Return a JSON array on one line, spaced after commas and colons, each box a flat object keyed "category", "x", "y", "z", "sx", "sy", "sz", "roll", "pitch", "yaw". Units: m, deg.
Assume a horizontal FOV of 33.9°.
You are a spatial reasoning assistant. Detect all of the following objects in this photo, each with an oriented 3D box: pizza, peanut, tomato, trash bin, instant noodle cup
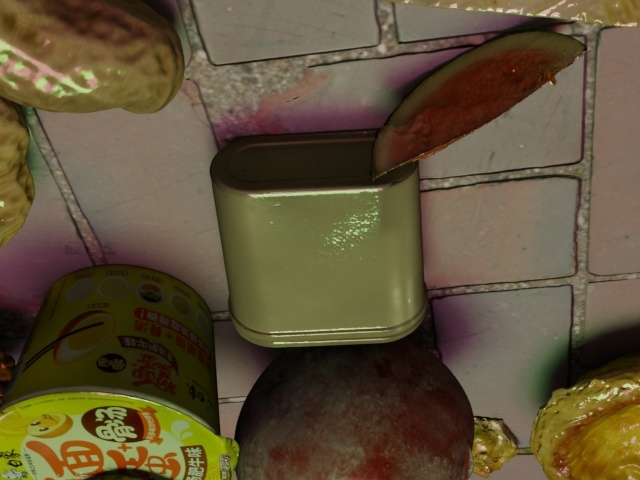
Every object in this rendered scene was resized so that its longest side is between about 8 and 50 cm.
[{"category": "pizza", "x": 0.245, "y": 0.315, "z": 1.603, "sx": 0.099, "sy": 0.035, "sz": 0.160, "roll": -19, "pitch": 134, "yaw": 20}, {"category": "peanut", "x": -0.407, "y": -0.075, "z": 1.135, "sx": 0.197, "sy": 0.110, "sz": 0.233, "roll": -2, "pitch": 138, "yaw": -5}, {"category": "tomato", "x": 0.043, "y": 0.262, "z": 1.346, "sx": 0.283, "sy": 0.316, "sz": 0.317, "roll": 39, "pitch": 126, "yaw": -15}, {"category": "peanut", "x": -0.277, "y": -0.207, "z": 0.975, "sx": 0.325, "sy": 0.140, "sz": 0.153, "roll": 18, "pitch": 93, "yaw": -28}, {"category": "trash bin", "x": 0.000, "y": 0.000, "z": 1.211, "sx": 0.243, "sy": 0.121, "sz": 0.247, "roll": -3, "pitch": 134, "yaw": 4}, {"category": "instant noodle cup", "x": -0.255, "y": 0.188, "z": 1.336, "sx": 0.312, "sy": 0.221, "sz": 0.311, "roll": 1, "pitch": 138, "yaw": 1}]

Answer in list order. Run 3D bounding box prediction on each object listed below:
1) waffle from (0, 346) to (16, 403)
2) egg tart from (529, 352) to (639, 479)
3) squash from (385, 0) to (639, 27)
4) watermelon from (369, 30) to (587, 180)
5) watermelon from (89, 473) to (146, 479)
[{"category": "waffle", "x": -0.488, "y": 0.164, "z": 1.382, "sx": 0.197, "sy": 0.070, "sz": 0.193, "roll": 41, "pitch": 148, "yaw": -25}, {"category": "egg tart", "x": 0.445, "y": 0.244, "z": 1.460, "sx": 0.319, "sy": 0.128, "sz": 0.319, "roll": 1, "pitch": 135, "yaw": 1}, {"category": "squash", "x": 0.201, "y": -0.221, "z": 0.962, "sx": 0.289, "sy": 0.111, "sz": 0.203, "roll": -27, "pitch": 97, "yaw": 22}, {"category": "watermelon", "x": 0.153, "y": -0.137, "z": 1.055, "sx": 0.245, "sy": 0.119, "sz": 0.063, "roll": -29, "pitch": 119, "yaw": 18}, {"category": "watermelon", "x": -0.261, "y": 0.342, "z": 1.291, "sx": 0.163, "sy": 0.069, "sz": 0.087, "roll": -26, "pitch": 131, "yaw": 29}]
